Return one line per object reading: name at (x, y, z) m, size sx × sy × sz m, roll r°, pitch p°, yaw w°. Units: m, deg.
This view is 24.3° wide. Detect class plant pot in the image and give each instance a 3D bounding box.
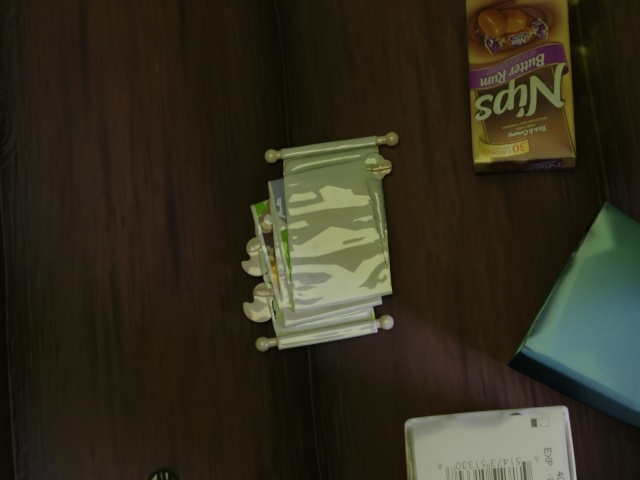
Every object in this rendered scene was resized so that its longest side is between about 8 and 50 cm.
plant pot at (0.329, 0.102, 1.444) m, size 0.234 × 0.166 × 0.165 m, roll 30°, pitch 83°, yaw 8°

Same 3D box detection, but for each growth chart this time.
growth chart at (0.000, 0.000, 1.595) m, size 0.172 × 0.021 × 0.237 m, roll -2°, pitch 76°, yaw 10°

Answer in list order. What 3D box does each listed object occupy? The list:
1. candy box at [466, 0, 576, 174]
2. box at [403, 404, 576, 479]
candy box at (0.214, -0.166, 1.583) m, size 0.109 × 0.053 × 0.186 m, roll -3°, pitch 77°, yaw 8°
box at (0.166, 0.235, 1.399) m, size 0.149 × 0.232 × 0.127 m, roll -6°, pitch 76°, yaw 8°
